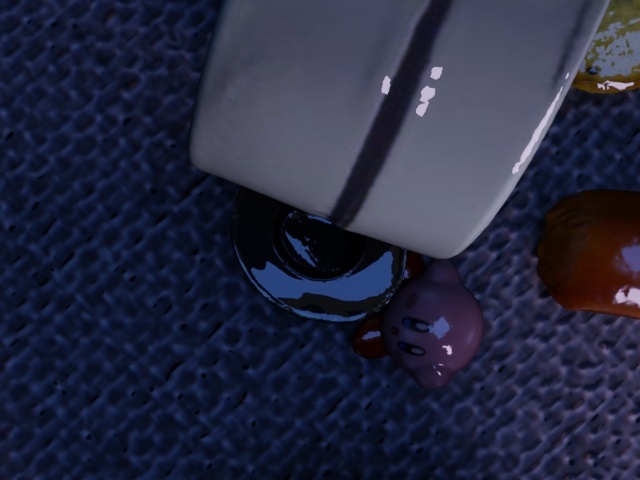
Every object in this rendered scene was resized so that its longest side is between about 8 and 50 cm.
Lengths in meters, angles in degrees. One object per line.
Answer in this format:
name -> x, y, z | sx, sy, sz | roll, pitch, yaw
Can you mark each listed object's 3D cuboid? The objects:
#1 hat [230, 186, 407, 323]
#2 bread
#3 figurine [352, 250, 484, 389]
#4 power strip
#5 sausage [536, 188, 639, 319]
hat -> 0.000, 0.000, 0.760 | 0.121, 0.050, 0.121 | 0, 82, -1
bread -> 0.213, -0.178, 0.789 | 0.187, 0.065, 0.149 | -34, 80, -3
figurine -> 0.073, 0.053, 0.757 | 0.067, 0.071, 0.083 | 15, 95, -46
power strip -> 0.058, -0.167, 0.619 | 0.161, 0.357, 0.358 | 21, 86, -3
sausage -> 0.294, 0.028, 0.772 | 0.300, 0.083, 0.089 | 11, 98, -4
